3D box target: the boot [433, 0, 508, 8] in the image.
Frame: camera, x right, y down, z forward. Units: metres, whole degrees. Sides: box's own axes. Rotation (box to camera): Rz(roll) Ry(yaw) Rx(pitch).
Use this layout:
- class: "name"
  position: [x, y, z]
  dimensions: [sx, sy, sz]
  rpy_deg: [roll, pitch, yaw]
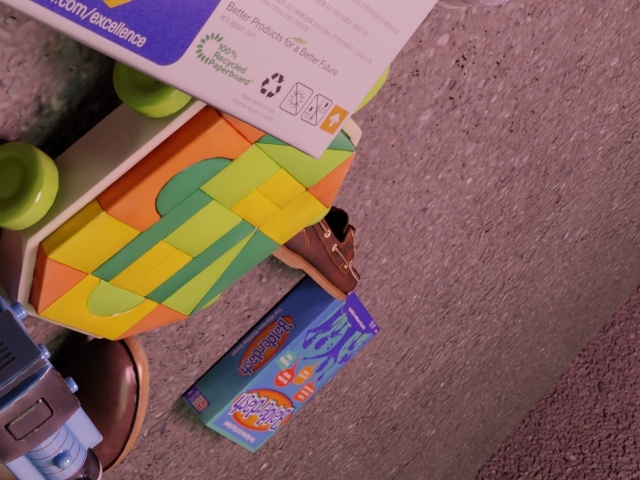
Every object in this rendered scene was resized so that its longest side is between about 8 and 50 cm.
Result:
- class: "boot"
  position: [0.101, -0.287, 0.689]
  dimensions: [0.095, 0.123, 0.258]
  rpy_deg: [11, 91, -28]

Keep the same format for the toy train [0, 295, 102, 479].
- class: "toy train"
  position: [-0.205, 0.115, 0.687]
  dimensions: [0.080, 0.105, 0.184]
  rpy_deg: [-36, 142, -17]

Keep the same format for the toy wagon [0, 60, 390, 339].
- class: "toy wagon"
  position: [-0.071, -0.056, 0.732]
  dimensions: [0.344, 0.068, 0.267]
  rpy_deg: [-37, 155, 8]

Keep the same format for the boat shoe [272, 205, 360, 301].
- class: "boat shoe"
  position: [0.000, 0.000, 0.953]
  dimensions: [0.073, 0.073, 0.207]
  rpy_deg: [-45, 154, 2]

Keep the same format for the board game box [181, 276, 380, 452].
- class: "board game box"
  position: [-0.037, 0.135, 1.116]
  dimensions: [0.210, 0.047, 0.160]
  rpy_deg: [-44, 154, -4]

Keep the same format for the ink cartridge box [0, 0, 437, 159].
- class: "ink cartridge box"
  position: [-0.008, -0.212, 0.487]
  dimensions: [0.307, 0.072, 0.304]
  rpy_deg: [-54, 144, 10]

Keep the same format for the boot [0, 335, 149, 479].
- class: "boot"
  position: [-0.261, 0.178, 0.798]
  dimensions: [0.207, 0.090, 0.248]
  rpy_deg: [-3, 135, -57]
